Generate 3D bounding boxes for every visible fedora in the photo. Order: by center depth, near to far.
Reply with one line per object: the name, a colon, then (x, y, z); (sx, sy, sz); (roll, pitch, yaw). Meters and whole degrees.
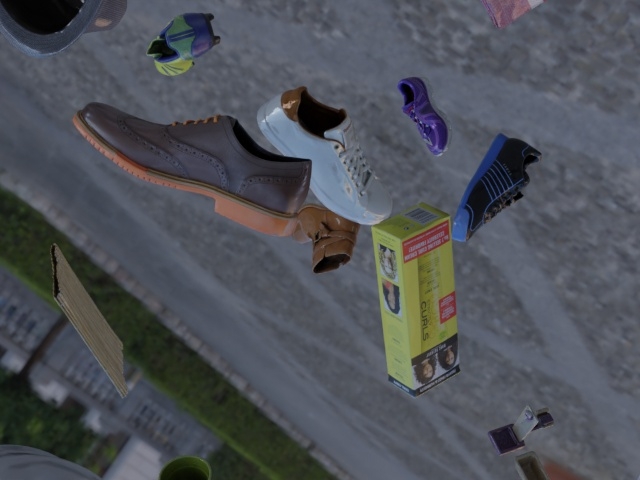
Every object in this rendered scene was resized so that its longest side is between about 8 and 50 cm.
fedora: (-0.384, -0.396, 1.668); (0.275, 0.244, 0.124); (39, -164, 26)

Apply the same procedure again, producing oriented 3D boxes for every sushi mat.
sushi mat: (-0.439, 0.156, 2.093); (0.151, 0.019, 0.317); (-111, -1, -46)

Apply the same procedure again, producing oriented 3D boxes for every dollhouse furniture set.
dollhouse furniture set: (0.290, 0.266, 1.411); (0.081, 0.091, 0.114); (109, 142, -53)

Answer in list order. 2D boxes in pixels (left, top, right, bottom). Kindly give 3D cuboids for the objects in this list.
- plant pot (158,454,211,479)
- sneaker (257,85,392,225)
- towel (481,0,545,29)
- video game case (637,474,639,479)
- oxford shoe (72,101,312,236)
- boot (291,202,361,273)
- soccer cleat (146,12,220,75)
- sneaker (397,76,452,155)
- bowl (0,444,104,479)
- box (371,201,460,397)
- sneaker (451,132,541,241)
plant pot: (-0.206, 0.393, 1.715); (0.083, 0.083, 0.079); (26, 139, 33)
sneaker: (0.032, -0.136, 1.806); (0.290, 0.106, 0.123); (41, 139, -21)
towel: (0.371, -0.447, 1.590); (0.237, 0.329, 0.037); (39, -154, -59)
video game case: (0.529, 0.433, 1.765); (0.011, 0.087, 0.122); (14, 163, 47)
oxford shoe: (-0.184, -0.138, 1.615); (0.363, 0.133, 0.130); (24, -164, -1)
boot: (0.000, 0.000, 2.016); (0.073, 0.152, 0.197); (26, 141, -25)
soccer cleat: (-0.286, -0.371, 2.086); (0.289, 0.121, 0.093); (-7, 101, 67)
sneaker: (0.189, -0.233, 2.071); (0.068, 0.071, 0.170); (-45, 61, 44)
bowl: (-0.272, 0.340, 1.087); (0.134, 0.298, 0.298); (-22, 129, 39)
box: (0.122, 0.075, 1.362); (0.058, 0.087, 0.232); (28, 133, 48)
sneaker: (0.317, -0.088, 1.971); (0.090, 0.232, 0.081); (24, 161, 17)
